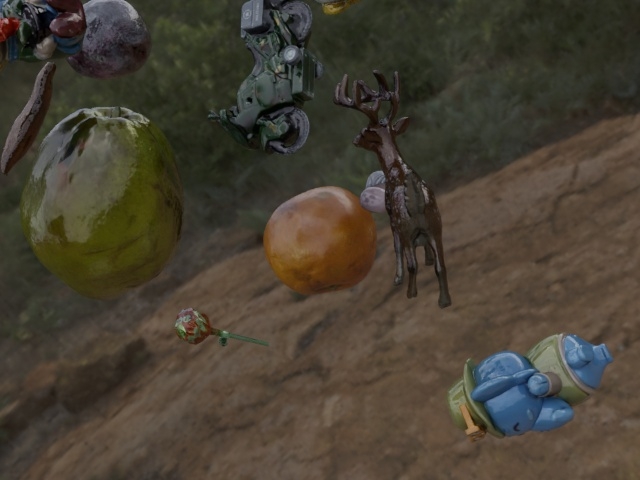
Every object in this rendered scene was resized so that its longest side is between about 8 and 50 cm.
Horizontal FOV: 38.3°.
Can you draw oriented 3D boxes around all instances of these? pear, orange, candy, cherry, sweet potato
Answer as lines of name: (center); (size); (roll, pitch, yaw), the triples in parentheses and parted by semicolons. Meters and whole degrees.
pear: (-0.335, -0.054, 1.434); (0.269, 0.269, 0.321); (-91, 13, -63)
orange: (0.000, 0.000, 2.079); (0.261, 0.261, 0.261); (-31, 23, 15)
candy: (-0.236, 0.228, 2.255); (0.078, 0.288, 0.084); (-50, 47, 22)
cherry: (-0.470, -0.442, 2.038); (0.195, 0.195, 0.195); (-31, 23, 15)
sweet potato: (-0.622, -0.259, 1.971); (0.057, 0.057, 0.264); (1, 66, 57)

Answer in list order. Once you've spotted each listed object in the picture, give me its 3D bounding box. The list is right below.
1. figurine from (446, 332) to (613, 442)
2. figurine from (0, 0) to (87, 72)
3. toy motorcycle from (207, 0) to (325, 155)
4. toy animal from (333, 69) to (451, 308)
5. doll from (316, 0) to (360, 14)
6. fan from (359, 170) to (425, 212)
figurine: (0.324, 0.227, 1.447); (0.262, 0.153, 0.180); (-28, 3, 20)
figurine: (-0.459, -0.288, 1.306); (0.234, 0.127, 0.185); (-11, 10, -25)
toy motorcycle: (-0.091, -0.261, 1.487); (0.187, 0.125, 0.274); (-5, 75, 31)
toy animal: (0.101, -0.069, 1.095); (0.087, 0.259, 0.243); (-16, 19, -11)
doll: (0.003, -0.585, 1.725); (0.177, 0.314, 0.141); (-37, 35, -21)
fan: (0.137, -0.090, 1.855); (0.130, 0.074, 0.244); (15, 14, 18)
